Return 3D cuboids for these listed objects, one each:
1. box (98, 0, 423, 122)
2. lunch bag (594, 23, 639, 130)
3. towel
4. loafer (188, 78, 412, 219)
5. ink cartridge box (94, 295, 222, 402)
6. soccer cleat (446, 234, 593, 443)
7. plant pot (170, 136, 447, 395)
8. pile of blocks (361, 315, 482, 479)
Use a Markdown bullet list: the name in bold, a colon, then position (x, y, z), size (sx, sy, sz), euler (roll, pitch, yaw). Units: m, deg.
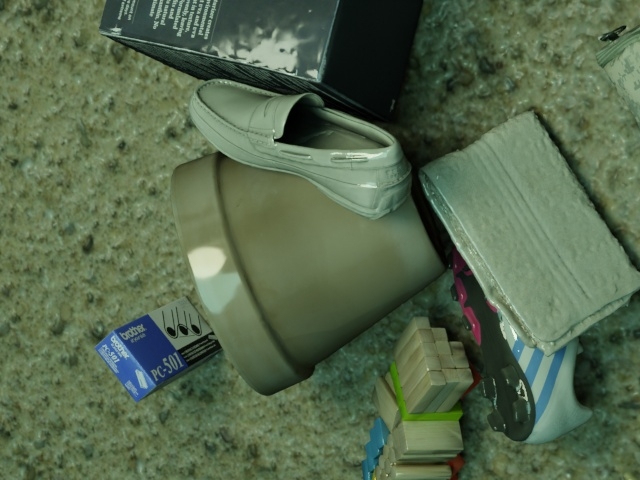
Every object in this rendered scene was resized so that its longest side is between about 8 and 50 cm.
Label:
- **box**: position (-0.061, -0.280, 1.744), size (0.294, 0.296, 0.182), euler (16, 91, 19)
- **lunch bag**: position (0.485, -0.160, 1.608), size (0.256, 0.213, 0.305), euler (-33, 87, 42)
- **towel**: position (0.265, -0.009, 1.755), size (0.282, 0.187, 0.049), euler (59, 156, 4)
- **loafer**: position (-0.027, -0.134, 1.687), size (0.319, 0.112, 0.111), euler (24, 139, 26)
- **ink cartridge box**: position (-0.221, 0.149, 1.969), size (0.046, 0.207, 0.097), euler (-41, 84, 25)
- **soccer cleat**: position (0.261, 0.098, 1.818), size (0.116, 0.143, 0.331), euler (-32, 65, 58)
- **plant pot**: position (0.000, 0.000, 1.814), size (0.280, 0.323, 0.323), euler (-23, 92, 9)
- **pile of blocks**: position (0.140, 0.267, 1.913), size (0.113, 0.149, 0.362), euler (3, 119, -21)
